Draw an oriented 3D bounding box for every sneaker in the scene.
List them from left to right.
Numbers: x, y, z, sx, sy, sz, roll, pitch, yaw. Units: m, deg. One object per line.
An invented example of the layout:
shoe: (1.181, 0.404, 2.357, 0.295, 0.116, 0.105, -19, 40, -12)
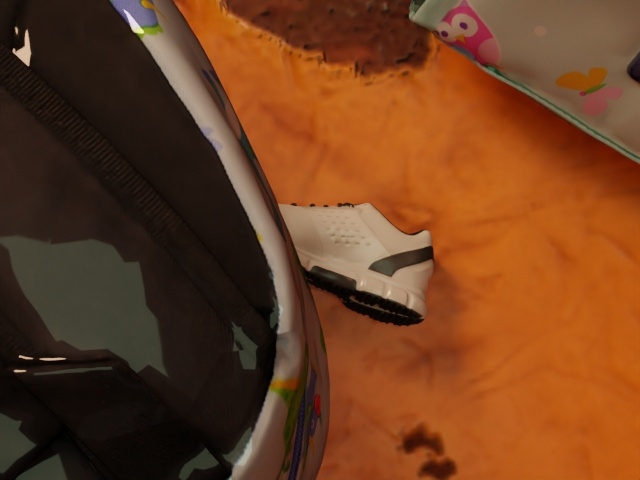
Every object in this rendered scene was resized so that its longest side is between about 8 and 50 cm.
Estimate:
sneaker: (0.000, 0.000, 0.589, 0.109, 0.040, 0.044, 22, 71, -9)

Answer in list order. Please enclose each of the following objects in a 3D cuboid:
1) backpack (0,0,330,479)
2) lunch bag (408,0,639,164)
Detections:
backpack: (-0.150, -0.006, 0.470, 0.290, 0.273, 0.355, -43, 64, -9)
lunch bag: (0.187, -0.148, 0.550, 0.223, 0.160, 0.262, 28, 99, -11)
